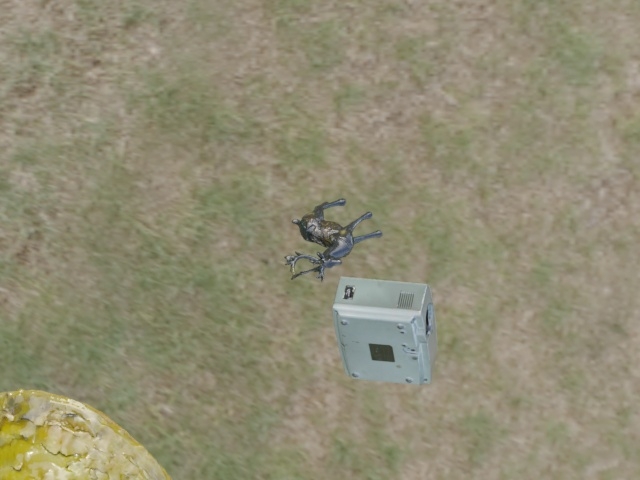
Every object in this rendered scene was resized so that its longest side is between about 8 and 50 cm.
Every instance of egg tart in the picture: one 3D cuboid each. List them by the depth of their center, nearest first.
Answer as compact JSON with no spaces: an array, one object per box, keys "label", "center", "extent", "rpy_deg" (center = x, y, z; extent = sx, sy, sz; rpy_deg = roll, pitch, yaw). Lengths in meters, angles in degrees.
[{"label":"egg tart","center":[-0.291,0.299,1.456],"extent":[0.294,0.294,0.123],"rpy_deg":[63,31,-22]}]

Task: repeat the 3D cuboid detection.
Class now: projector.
[{"label":"projector","center":[0.080,0.114,1.626],"extent":[0.147,0.115,0.061],"rpy_deg":[78,20,-49]}]

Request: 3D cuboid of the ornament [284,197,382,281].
[{"label":"ornament","center":[0.000,0.000,1.261],"extent":[0.125,0.073,0.028],"rpy_deg":[-40,149,-46]}]
